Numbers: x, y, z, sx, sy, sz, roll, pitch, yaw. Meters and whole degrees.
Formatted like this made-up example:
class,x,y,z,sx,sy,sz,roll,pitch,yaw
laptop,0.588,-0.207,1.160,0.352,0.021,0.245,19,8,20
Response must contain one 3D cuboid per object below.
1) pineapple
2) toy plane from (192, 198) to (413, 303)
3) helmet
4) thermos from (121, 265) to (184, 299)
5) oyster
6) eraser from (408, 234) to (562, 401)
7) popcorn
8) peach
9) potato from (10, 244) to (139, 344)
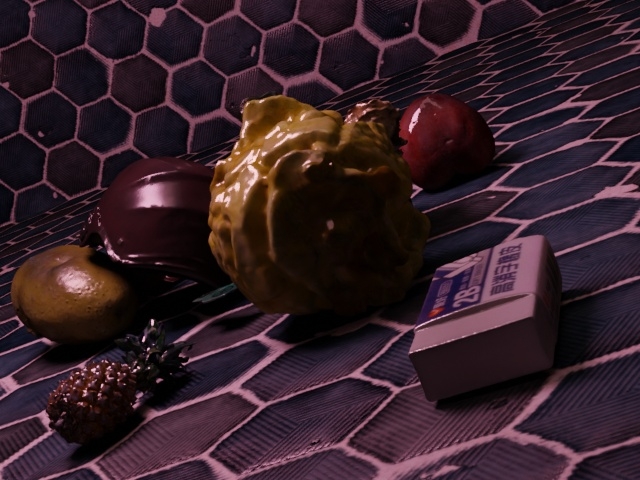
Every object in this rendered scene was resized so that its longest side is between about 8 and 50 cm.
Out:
class,x,y,z,sx,sy,sz,roll,pitch,yaw
pineapple,-0.241,0.167,1.413,0.103,0.083,0.221,-13,13,35
toy plane,0.000,0.000,1.676,0.382,0.106,0.155,-30,8,-28
helmet,-0.224,-0.036,1.806,0.225,0.177,0.305,16,2,-31
thermos,-0.261,0.031,2.014,0.232,0.099,0.124,-29,49,-33
oyster,0.018,-0.101,1.687,0.223,0.083,0.214,-34,-8,-3
eraser,0.161,0.070,1.154,0.125,0.068,0.210,-18,14,19
popcorn,0.002,-0.031,1.475,0.293,0.293,0.237,-27,7,-18
peach,0.186,-0.158,1.892,0.152,0.152,0.152,-22,12,5
potato,-0.372,0.088,1.843,0.169,0.143,0.248,-41,32,-28
